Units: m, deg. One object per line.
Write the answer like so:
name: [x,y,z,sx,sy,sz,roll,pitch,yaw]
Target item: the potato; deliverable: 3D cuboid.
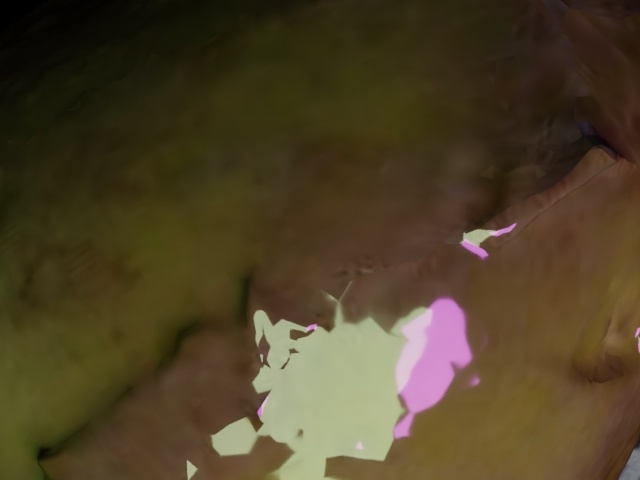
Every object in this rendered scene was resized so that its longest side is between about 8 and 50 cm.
potato: [0.000,0.000,0.527,0.301,0.289,0.237,15,146,-22]
